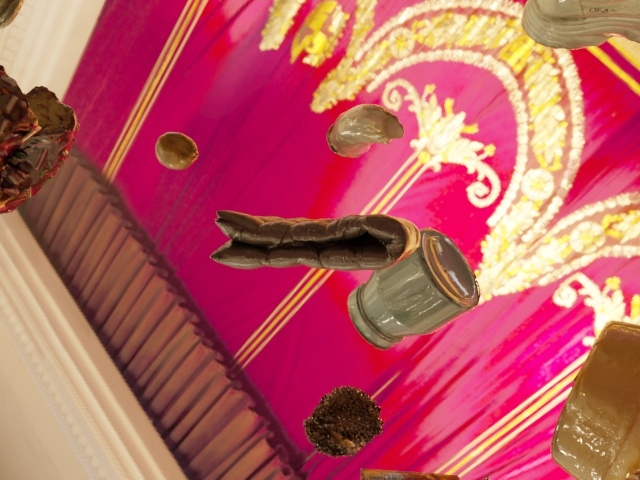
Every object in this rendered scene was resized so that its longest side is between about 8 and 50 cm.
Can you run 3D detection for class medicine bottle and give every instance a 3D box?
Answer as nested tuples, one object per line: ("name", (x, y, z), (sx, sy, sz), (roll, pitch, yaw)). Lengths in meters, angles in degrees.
("medicine bottle", (0.236, 0.141, 1.592), (0.245, 0.290, 0.245), (31, -142, -28))

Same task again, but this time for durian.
("durian", (0.049, 0.439, 1.453), (0.196, 0.196, 0.167), (10, -155, -42))

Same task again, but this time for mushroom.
("mushroom", (0.089, -0.249, 1.381), (0.122, 0.095, 0.351), (25, 179, -12))

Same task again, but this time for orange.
("orange", (-0.325, -0.204, 1.364), (0.095, 0.085, 0.085), (9, -145, -6))

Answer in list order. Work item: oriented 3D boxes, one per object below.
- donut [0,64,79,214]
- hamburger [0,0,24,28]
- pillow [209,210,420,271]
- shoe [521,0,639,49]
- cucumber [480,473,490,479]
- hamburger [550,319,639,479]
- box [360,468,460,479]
("donut", (-0.398, -0.106, 0.732), (0.096, 0.216, 0.230), (41, 170, -3))
("hamburger", (-0.561, -0.425, 1.042), (0.062, 0.140, 0.133), (32, -111, -45))
("pillow", (0.000, 0.000, 1.038), (0.326, 0.101, 0.228), (3, -177, 14))
("shoe", (0.474, -0.387, 0.854), (0.210, 0.341, 0.132), (62, -154, -66))
("cucumber", (0.269, 0.453, 1.018), (0.039, 0.168, 0.039), (1, -144, -1))
("hamburger", (0.492, 0.267, 0.953), (0.176, 0.301, 0.300), (25, -160, 30))
("box", (0.155, 0.466, 1.061), (0.175, 0.112, 0.048), (4, -165, 3))
